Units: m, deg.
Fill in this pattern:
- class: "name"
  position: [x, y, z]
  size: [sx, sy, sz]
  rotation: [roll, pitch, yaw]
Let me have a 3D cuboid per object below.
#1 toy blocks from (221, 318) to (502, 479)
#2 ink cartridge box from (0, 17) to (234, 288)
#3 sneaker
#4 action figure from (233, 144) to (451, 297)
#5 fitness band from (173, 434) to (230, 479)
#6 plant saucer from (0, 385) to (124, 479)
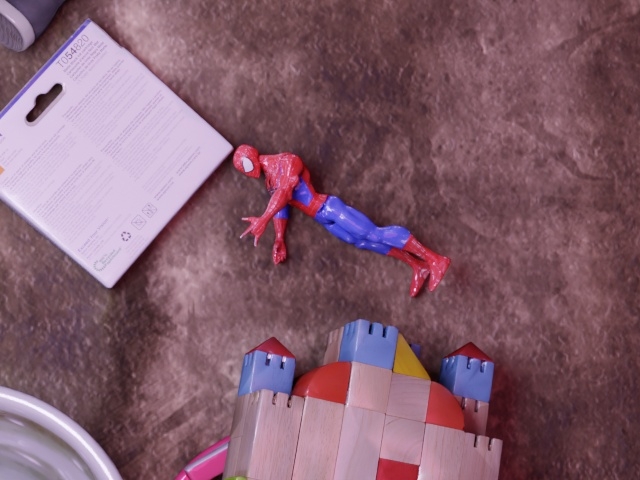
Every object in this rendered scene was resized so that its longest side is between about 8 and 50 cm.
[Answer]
- class: "toy blocks"
  position: [0.052, 0.211, 1.668]
  size: [0.381, 0.191, 0.261]
  rotation: [14, 74, -17]
- class: "ink cartridge box"
  position: [-0.252, -0.098, 1.703]
  size: [0.224, 0.045, 0.223]
  rotation: [43, 77, -9]
- class: "sneaker"
  position: [-0.378, -0.316, 1.674]
  size: [0.222, 0.083, 0.118]
  rotation: [41, 59, -3]
- class: "action figure"
  position: [0.000, 0.000, 1.742]
  size: [0.280, 0.091, 0.139]
  rotation: [36, 70, -11]
- class: "fitness band"
  position: [-0.049, 0.315, 1.738]
  size: [0.291, 0.054, 0.209]
  rotation: [-26, 97, -14]
- class: "plant saucer"
  position: [-0.383, 0.353, 1.589]
  size: [0.400, 0.100, 0.400]
  rotation: [0, 78, -2]
